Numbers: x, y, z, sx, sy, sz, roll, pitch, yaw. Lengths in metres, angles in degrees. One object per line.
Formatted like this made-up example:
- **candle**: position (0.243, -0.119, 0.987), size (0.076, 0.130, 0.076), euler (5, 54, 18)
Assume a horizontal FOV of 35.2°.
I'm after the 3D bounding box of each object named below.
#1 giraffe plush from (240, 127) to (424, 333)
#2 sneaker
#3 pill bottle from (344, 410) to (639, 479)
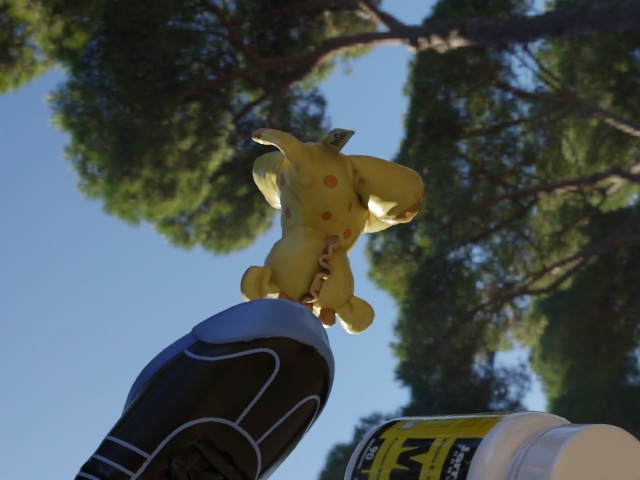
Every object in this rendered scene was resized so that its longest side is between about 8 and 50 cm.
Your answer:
- **giraffe plush**: position (0.000, 0.000, 0.982), size (0.210, 0.181, 0.170), euler (66, -146, -77)
- **sneaker**: position (-0.077, 0.126, 0.430), size (0.232, 0.090, 0.081), euler (-44, -65, 5)
- **pill bottle**: position (0.116, 0.174, 0.671), size (0.119, 0.208, 0.119), euler (7, -104, -30)
